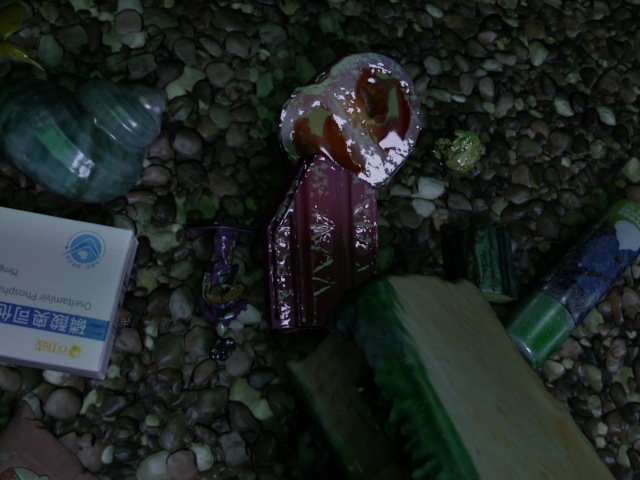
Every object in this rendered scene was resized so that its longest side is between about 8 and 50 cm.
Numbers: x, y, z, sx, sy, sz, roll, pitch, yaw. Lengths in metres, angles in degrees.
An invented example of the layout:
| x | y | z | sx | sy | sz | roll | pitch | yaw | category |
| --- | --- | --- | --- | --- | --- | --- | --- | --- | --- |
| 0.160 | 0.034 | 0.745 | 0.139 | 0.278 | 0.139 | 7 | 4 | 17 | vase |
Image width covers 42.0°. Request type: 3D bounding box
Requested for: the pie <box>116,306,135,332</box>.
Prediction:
| x | y | z | sx | sy | sz | roll | pitch | yaw | category |
| --- | --- | --- | --- | --- | --- | --- | --- | --- | --- |
| -0.345 | 0.093 | 1.165 | 0.170 | 0.034 | 0.092 | 29 | 66 | -5 | pie |

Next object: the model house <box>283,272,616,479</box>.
| x | y | z | sx | sy | sz | roll | pitch | yaw | category |
| --- | --- | --- | --- | --- | --- | --- | --- | --- | --- |
| 0.108 | 0.281 | 1.056 | 0.335 | 0.342 | 0.382 | 7 | 46 | -47 | model house |

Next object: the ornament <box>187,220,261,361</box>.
| x | y | z | sx | sy | sz | roll | pitch | yaw | category |
| --- | --- | --- | --- | --- | --- | --- | --- | --- | --- |
| -0.135 | 0.071 | 1.208 | 0.081 | 0.088 | 0.203 | -2 | 87 | -39 | ornament |

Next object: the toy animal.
| x | y | z | sx | sy | sz | roll | pitch | yaw | category |
| --- | --- | --- | --- | --- | --- | --- | --- | --- | --- |
| -0.471 | -0.266 | 1.211 | 0.155 | 0.095 | 0.219 | 34 | 39 | -2 | toy animal |

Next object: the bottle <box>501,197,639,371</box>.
| x | y | z | sx | sy | sz | roll | pitch | yaw | category |
| --- | --- | --- | --- | --- | --- | --- | --- | --- | --- |
| 0.404 | 0.068 | 1.322 | 0.093 | 0.093 | 0.330 | 46 | 70 | 2 | bottle |

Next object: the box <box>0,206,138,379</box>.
| x | y | z | sx | sy | sz | roll | pitch | yaw | category |
| --- | --- | --- | --- | --- | --- | --- | --- | --- | --- |
| -0.438 | 0.056 | 1.115 | 0.343 | 0.065 | 0.200 | 11 | 73 | -3 | box |

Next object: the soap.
| x | y | z | sx | sy | sz | roll | pitch | yaw | category |
| --- | --- | --- | --- | --- | --- | --- | --- | --- | --- |
| 0.000 | 0.000 | 1.199 | 0.162 | 0.099 | 0.249 | -2 | 95 | -10 | soap |

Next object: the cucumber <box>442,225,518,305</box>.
| x | y | z | sx | sy | sz | roll | pitch | yaw | category |
| --- | --- | --- | --- | --- | --- | --- | --- | --- | --- |
| 0.258 | 0.041 | 1.313 | 0.116 | 0.062 | 0.115 | 3 | 70 | -14 | cucumber |

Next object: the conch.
| x | y | z | sx | sy | sz | roll | pitch | yaw | category |
| --- | --- | --- | --- | --- | --- | --- | --- | --- | --- |
| -0.342 | -0.152 | 1.175 | 0.277 | 0.195 | 0.220 | -20 | 49 | 7 | conch |

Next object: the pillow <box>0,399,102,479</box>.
| x | y | z | sx | sy | sz | roll | pitch | yaw | category |
| --- | --- | --- | --- | --- | --- | --- | --- | --- | --- |
| -0.372 | 0.359 | 1.055 | 0.236 | 0.084 | 0.223 | 45 | 70 | -3 | pillow |

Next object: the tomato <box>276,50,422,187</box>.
| x | y | z | sx | sy | sz | roll | pitch | yaw | category |
| --- | --- | --- | --- | --- | --- | --- | --- | --- | --- |
| 0.043 | -0.176 | 1.293 | 0.228 | 0.112 | 0.199 | -33 | 100 | -2 | tomato |

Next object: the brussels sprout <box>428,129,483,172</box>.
| x | y | z | sx | sy | sz | roll | pitch | yaw | category |
| --- | --- | --- | --- | --- | --- | --- | --- | --- | --- |
| 0.218 | -0.141 | 1.352 | 0.085 | 0.085 | 0.058 | 28 | 62 | -4 | brussels sprout |
